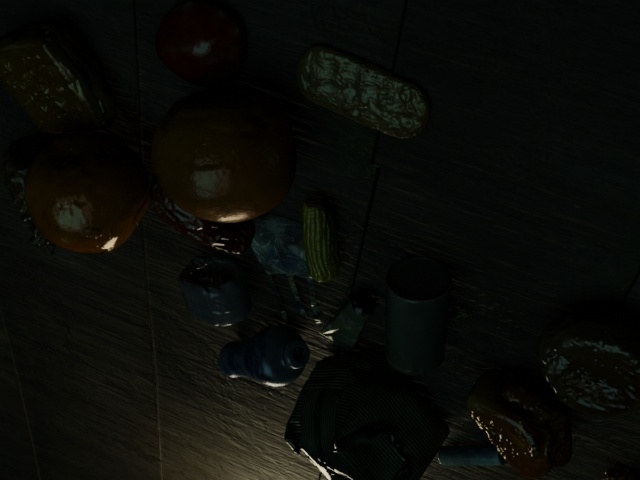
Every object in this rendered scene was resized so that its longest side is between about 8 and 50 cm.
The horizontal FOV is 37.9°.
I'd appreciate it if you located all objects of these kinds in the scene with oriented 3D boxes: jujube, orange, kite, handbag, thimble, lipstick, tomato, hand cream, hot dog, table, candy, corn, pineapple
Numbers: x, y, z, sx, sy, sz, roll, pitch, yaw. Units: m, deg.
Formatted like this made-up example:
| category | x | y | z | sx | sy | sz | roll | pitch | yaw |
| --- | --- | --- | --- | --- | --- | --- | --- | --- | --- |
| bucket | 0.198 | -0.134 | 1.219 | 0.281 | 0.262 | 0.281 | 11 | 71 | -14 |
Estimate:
| category | x | y | z | sx | sy | sz | roll | pitch | yaw |
| --- | --- | --- | --- | --- | --- | --- | --- | --- | --- |
| jujube | -0.230 | -0.069 | 1.868 | 0.236 | 0.168 | 0.168 | 39 | 138 | -22 |
| orange | -0.459 | -0.094 | 1.850 | 0.246 | 0.246 | 0.246 | 16 | 136 | 16 |
| kite | -0.078 | 0.066 | 2.009 | 0.169 | 0.015 | 0.310 | 10 | 132 | 22 |
| handbag | 0.097 | 0.432 | 2.088 | 0.247 | 0.240 | 0.341 | -17 | 122 | 47 |
| thimble | -0.230 | 0.107 | 2.050 | 0.151 | 0.127 | 0.118 | 10 | 132 | 21 |
| orange | -0.171 | -0.152 | 1.672 | 0.261 | 0.261 | 0.261 | 16 | 136 | 16 |
| lipstick | 0.348 | 0.493 | 2.139 | 0.158 | 0.048 | 0.048 | -11 | 123 | 37 |
| tomato | -0.221 | -0.344 | 1.649 | 0.166 | 0.082 | 0.174 | 34 | 140 | -2 |
| hand cream | 0.063 | 0.178 | 2.007 | 0.086 | 0.055 | 0.235 | 31 | 145 | 1 |
| hot dog | 0.427 | 0.377 | 1.915 | 0.153 | 0.150 | 0.257 | -14 | 122 | 49 |
| table | 0.191 | 0.150 | 1.847 | 0.126 | 0.126 | 0.220 | 14 | 136 | 18 |
| candy | 0.279 | 0.156 | 1.884 | 0.023 | 0.025 | 0.083 | 57 | 149 | 13 |
| corn | 0.000 | 0.000 | 1.859 | 0.072 | 0.072 | 0.203 | 11 | 133 | 21 |
| pineapple | -0.613 | -0.080 | 2.077 | 0.169 | 0.169 | 0.340 | 24 | 139 | 9 |

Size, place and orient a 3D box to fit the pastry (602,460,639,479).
| category | x | y | z | sx | sy | sz | roll | pitch | yaw |
| --- | --- | --- | --- | --- | --- | --- | --- | --- | --- |
| pastry | 0.672 | 0.533 | 1.983 | 0.169 | 0.063 | 0.087 | 45 | 146 | -22 |

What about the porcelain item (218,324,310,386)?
| category | x | y | z | sx | sy | sz | roll | pitch | yaw |
| --- | --- | --- | --- | --- | --- | --- | --- | --- | --- |
| porcelain item | -0.128 | 0.268 | 2.144 | 0.259 | 0.141 | 0.141 | -13 | 123 | 50 |

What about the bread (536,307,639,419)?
| category | x | y | z | sx | sy | sz | roll | pitch | yaw |
| --- | --- | --- | --- | --- | --- | --- | --- | --- | --- |
| bread | 0.520 | 0.219 | 1.725 | 0.230 | 0.123 | 0.230 | 17 | 131 | 20 |

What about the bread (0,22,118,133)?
| category | x | y | z | sx | sy | sz | roll | pitch | yaw |
| --- | --- | --- | --- | --- | --- | --- | --- | --- | --- |
| bread | -0.522 | -0.320 | 1.841 | 0.210 | 0.099 | 0.235 | 0 | 135 | 33 |

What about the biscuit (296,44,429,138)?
| category | x | y | z | sx | sy | sz | roll | pitch | yaw |
| --- | --- | --- | --- | --- | --- | --- | --- | --- | --- |
| biscuit | 0.072 | -0.254 | 1.604 | 0.247 | 0.029 | 0.118 | 24 | 137 | 8 |
